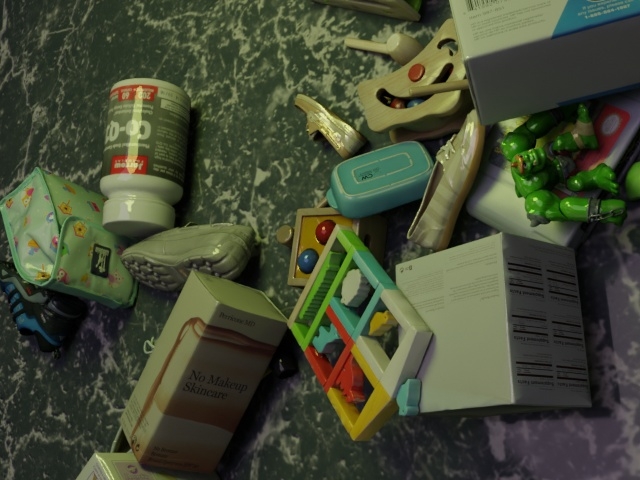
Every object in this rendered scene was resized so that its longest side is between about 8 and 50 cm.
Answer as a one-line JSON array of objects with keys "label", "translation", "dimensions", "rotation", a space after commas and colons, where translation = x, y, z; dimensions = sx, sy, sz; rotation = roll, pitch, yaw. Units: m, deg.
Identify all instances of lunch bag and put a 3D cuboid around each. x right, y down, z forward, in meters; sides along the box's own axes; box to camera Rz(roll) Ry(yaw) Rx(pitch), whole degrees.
[{"label": "lunch bag", "translation": [-0.487, 0.011, 1.562], "dimensions": [0.160, 0.223, 0.262], "rotation": [-41, 57, 13]}]

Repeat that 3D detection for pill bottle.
[{"label": "pill bottle", "translation": [-0.344, -0.157, 1.540], "dimensions": [0.161, 0.161, 0.283], "rotation": [-8, 73, 36]}]

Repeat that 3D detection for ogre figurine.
[{"label": "ogre figurine", "translation": [0.304, -0.093, 1.008], "dimensions": [0.118, 0.097, 0.197], "rotation": [-21, 80, 13]}]

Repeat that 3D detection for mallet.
[{"label": "mallet", "translation": [-0.117, 0.233, 1.342], "dimensions": [0.189, 0.039, 0.062], "rotation": [-35, 58, 30]}]

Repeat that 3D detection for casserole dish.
[{"label": "casserole dish", "translation": [0.097, -0.100, 1.206], "dimensions": [0.188, 0.037, 0.114], "rotation": [-18, 46, 0]}]

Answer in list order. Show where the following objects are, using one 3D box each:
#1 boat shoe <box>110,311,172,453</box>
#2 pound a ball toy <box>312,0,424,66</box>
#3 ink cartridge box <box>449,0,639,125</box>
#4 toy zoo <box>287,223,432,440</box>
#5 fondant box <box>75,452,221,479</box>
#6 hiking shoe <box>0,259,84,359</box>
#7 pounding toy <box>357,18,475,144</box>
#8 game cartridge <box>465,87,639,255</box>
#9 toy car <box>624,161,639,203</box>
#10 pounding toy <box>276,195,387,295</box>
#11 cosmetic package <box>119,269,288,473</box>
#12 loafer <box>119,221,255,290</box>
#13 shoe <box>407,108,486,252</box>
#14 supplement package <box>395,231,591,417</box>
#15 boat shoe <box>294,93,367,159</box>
[{"label": "boat shoe", "translation": [-0.285, 0.265, 1.415], "dimensions": [0.118, 0.103, 0.321], "rotation": [24, 93, 39]}, {"label": "pound a ball toy", "translation": [0.060, -0.428, 1.321], "dimensions": [0.319, 0.135, 0.208], "rotation": [26, 94, 40]}, {"label": "ink cartridge box", "translation": [0.284, -0.325, 1.040], "dimensions": [0.223, 0.129, 0.308], "rotation": [-13, 52, 14]}, {"label": "toy zoo", "translation": [0.053, 0.136, 1.087], "dimensions": [0.192, 0.030, 0.293], "rotation": [-64, 36, 25]}, {"label": "fondant box", "translation": [-0.344, 0.503, 1.307], "dimensions": [0.096, 0.238, 0.330], "rotation": [45, 106, 37]}, {"label": "hiking shoe", "translation": [-0.647, 0.137, 1.722], "dimensions": [0.304, 0.113, 0.132], "rotation": [26, 93, 39]}, {"label": "pounding toy", "translation": [0.164, -0.253, 1.176], "dimensions": [0.269, 0.154, 0.154], "rotation": [-11, 68, 38]}, {"label": "game cartridge", "translation": [0.331, -0.134, 1.086], "dimensions": [0.196, 0.060, 0.294], "rotation": [35, 100, 42]}, {"label": "toy car", "translation": [0.479, -0.073, 0.953], "dimensions": [0.225, 0.053, 0.239], "rotation": [2, 79, 38]}, {"label": "pounding toy", "translation": [-0.003, -0.009, 1.280], "dimensions": [0.206, 0.094, 0.181], "rotation": [-1, 77, 37]}, {"label": "cosmetic package", "translation": [-0.193, 0.218, 1.296], "dimensions": [0.129, 0.153, 0.296], "rotation": [39, 106, 54]}, {"label": "loafer", "translation": [-0.248, 0.025, 1.466], "dimensions": [0.319, 0.112, 0.111], "rotation": [-2, 41, 38]}, {"label": "shoe", "translation": [0.184, -0.087, 1.133], "dimensions": [0.058, 0.076, 0.219], "rotation": [16, 107, -3]}, {"label": "supplement package", "translation": [0.216, 0.118, 1.013], "dimensions": [0.194, 0.149, 0.203], "rotation": [-21, 64, 51]}, {"label": "boat shoe", "translation": [0.004, -0.194, 1.346], "dimensions": [0.170, 0.063, 0.059], "rotation": [41, 97, 37]}]
